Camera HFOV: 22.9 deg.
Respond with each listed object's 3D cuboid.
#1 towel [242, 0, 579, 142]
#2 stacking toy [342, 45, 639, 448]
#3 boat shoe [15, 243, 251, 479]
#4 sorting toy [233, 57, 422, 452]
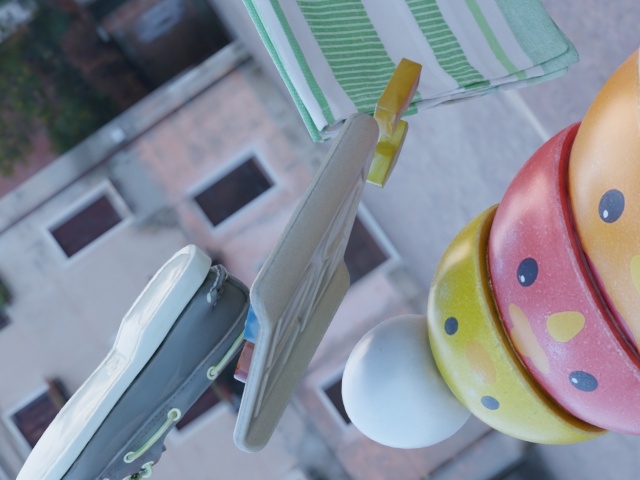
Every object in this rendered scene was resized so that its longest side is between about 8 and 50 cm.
[{"bbox_3d":[0.081,-0.238,1.591,0.248,0.324,0.038,62,149,17],"label":"towel"},{"bbox_3d":[0.211,0.062,1.292,0.350,0.480,0.351,33,-140,-33],"label":"stacking toy"},{"bbox_3d":[-0.163,0.150,1.330,0.091,0.305,0.109,36,178,-19],"label":"boat shoe"},{"bbox_3d":[0.000,0.000,1.298,0.041,0.307,0.229,22,145,10],"label":"sorting toy"}]
